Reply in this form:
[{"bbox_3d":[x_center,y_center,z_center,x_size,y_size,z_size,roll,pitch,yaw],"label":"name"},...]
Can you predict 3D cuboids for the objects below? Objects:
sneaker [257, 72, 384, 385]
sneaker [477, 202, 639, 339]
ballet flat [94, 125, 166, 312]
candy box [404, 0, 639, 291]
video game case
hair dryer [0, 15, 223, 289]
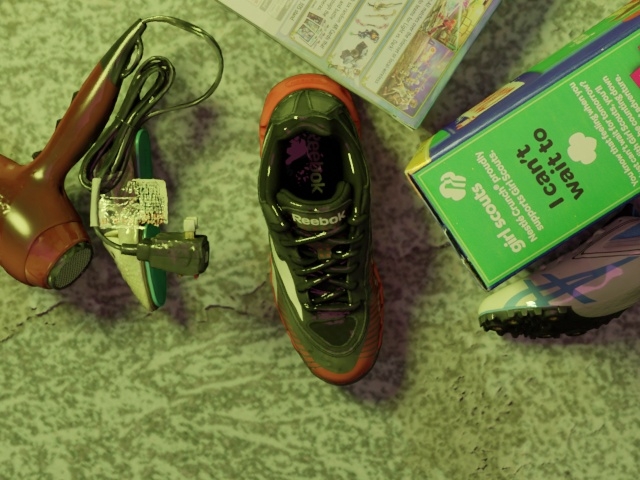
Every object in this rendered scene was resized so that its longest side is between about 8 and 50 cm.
[{"bbox_3d":[-0.001,0.000,1.480,0.098,0.135,0.276,-6,102,2],"label":"sneaker"},{"bbox_3d":[0.247,0.023,1.508,0.237,0.085,0.086,-21,65,13],"label":"sneaker"},{"bbox_3d":[-0.170,-0.020,1.529,0.052,0.057,0.168,-5,91,14],"label":"ballet flat"},{"bbox_3d":[0.231,-0.106,1.379,0.317,0.268,0.122,-35,94,8],"label":"candy box"},{"bbox_3d":[0.052,-0.271,1.461,0.244,0.061,0.269,33,100,-2],"label":"video game case"},{"bbox_3d":[-0.217,-0.069,1.492,0.294,0.080,0.223,-2,80,16],"label":"hair dryer"}]
